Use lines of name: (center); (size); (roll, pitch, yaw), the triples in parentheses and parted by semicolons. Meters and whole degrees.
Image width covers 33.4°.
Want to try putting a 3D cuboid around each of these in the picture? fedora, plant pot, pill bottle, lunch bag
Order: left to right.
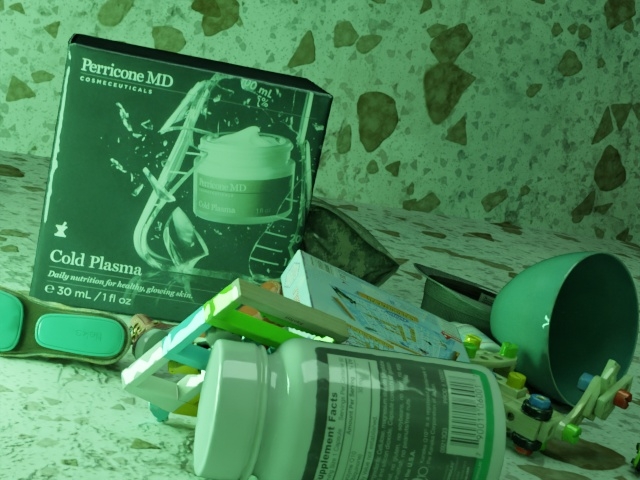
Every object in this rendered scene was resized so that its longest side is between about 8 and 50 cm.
lunch bag: (0.000, 0.000, 2.343); (0.287, 0.169, 0.235); (40, 2, -19)
pill bottle: (0.033, 0.233, 1.352); (0.361, 0.204, 0.204); (10, 12, -11)
fedora: (0.295, 0.156, 2.196); (0.275, 0.124, 0.243); (17, 10, -27)
pill bottle: (0.282, 0.210, 2.023); (0.087, 0.087, 0.160); (8, 12, -20)
plant pot: (0.437, 0.157, 2.015); (0.290, 0.290, 0.195); (2, 4, -42)

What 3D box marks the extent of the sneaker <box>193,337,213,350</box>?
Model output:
sneaker: (-0.093, 0.207, 1.623); (0.151, 0.094, 0.256); (8, 3, -44)

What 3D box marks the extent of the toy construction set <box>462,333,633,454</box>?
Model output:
toy construction set: (0.340, 0.254, 1.764); (0.327, 0.151, 0.215); (7, 6, 38)

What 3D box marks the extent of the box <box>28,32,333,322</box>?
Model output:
box: (-0.270, -0.109, 2.027); (0.479, 0.472, 0.297); (9, 12, -13)

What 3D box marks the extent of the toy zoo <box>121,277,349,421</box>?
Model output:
toy zoo: (-0.129, 0.165, 1.429); (0.192, 0.293, 0.030); (24, 40, -37)

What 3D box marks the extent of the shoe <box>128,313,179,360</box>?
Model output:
shoe: (-0.286, 0.162, 1.739); (0.081, 0.064, 0.178); (13, 6, 13)

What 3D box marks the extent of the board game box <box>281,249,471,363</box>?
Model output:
board game box: (0.100, 0.178, 1.628); (0.318, 0.066, 0.318); (26, 22, -19)

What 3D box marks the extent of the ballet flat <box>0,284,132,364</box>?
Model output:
ballet flat: (-0.450, 0.135, 1.650); (0.316, 0.108, 0.106); (16, -9, -7)

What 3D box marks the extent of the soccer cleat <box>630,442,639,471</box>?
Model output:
soccer cleat: (0.557, 0.344, 1.735); (0.072, 0.060, 0.179); (20, 11, 30)

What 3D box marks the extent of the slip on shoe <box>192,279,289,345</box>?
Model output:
slip on shoe: (-0.094, 0.124, 1.872); (0.331, 0.101, 0.123); (-21, 9, -41)
